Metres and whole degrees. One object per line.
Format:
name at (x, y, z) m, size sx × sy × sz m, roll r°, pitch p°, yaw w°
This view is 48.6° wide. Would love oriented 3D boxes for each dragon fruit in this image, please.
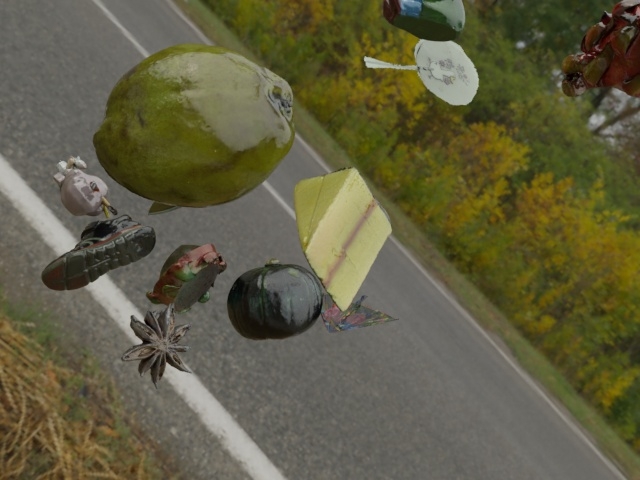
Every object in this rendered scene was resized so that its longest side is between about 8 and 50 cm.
dragon fruit at (-0.412, 0.112, 2.218) m, size 0.130 × 0.268 × 0.295 m, roll 42°, pitch -23°, yaw 16°
dragon fruit at (0.661, -0.404, 1.476) m, size 0.307 × 0.227 × 0.243 m, roll 22°, pitch -45°, yaw 35°

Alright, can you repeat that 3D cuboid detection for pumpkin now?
pumpkin at (-0.139, 0.175, 2.190) m, size 0.315 × 0.316 × 0.238 m, roll -20°, pitch 101°, yaw -77°

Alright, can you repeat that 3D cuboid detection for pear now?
pear at (-0.256, -0.234, 1.495) m, size 0.352 × 0.414 × 0.351 m, roll -6°, pitch 90°, yaw -86°

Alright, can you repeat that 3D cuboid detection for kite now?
kite at (0.077, 0.234, 2.246) m, size 0.321 × 0.016 × 0.234 m, roll 16°, pitch 37°, yaw 27°

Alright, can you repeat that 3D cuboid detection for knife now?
knife at (-0.386, -0.124, 1.968) m, size 0.027 × 0.343 × 0.061 m, roll 14°, pitch 68°, yaw -43°

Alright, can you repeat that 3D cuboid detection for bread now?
bread at (0.000, 0.002, 1.355) m, size 0.167 × 0.163 × 0.264 m, roll 58°, pitch 43°, yaw -25°

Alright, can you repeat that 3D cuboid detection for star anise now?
star anise at (-0.374, 0.245, 1.624) m, size 0.195 × 0.065 × 0.182 m, roll -12°, pitch 91°, yaw -48°

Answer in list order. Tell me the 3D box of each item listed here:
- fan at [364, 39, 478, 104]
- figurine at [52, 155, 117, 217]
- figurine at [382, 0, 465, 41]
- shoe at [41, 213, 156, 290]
fan at (0.298, -0.489, 2.017) m, size 0.415 × 0.012 × 0.232 m, roll -6°, pitch 71°, yaw -33°
figurine at (-0.595, -0.127, 1.751) m, size 0.229 × 0.112 × 0.137 m, roll 39°, pitch -38°, yaw 37°
figurine at (0.233, -0.539, 1.482) m, size 0.185 × 0.234 × 0.127 m, roll 12°, pitch -11°, yaw -1°
shoe at (-0.564, 0.016, 1.768) m, size 0.137 × 0.291 × 0.114 m, roll 44°, pitch -30°, yaw 35°
